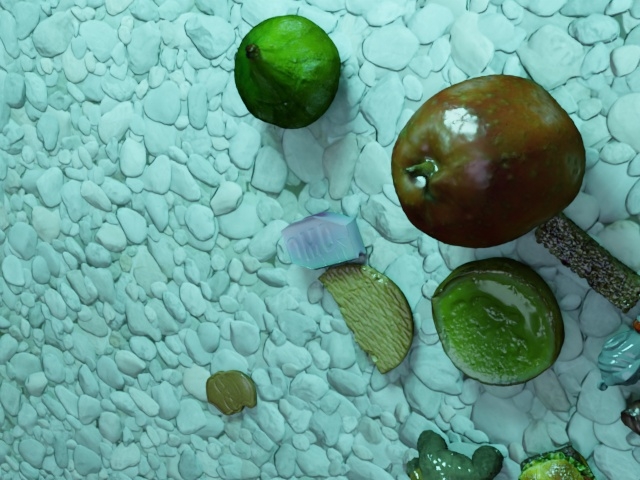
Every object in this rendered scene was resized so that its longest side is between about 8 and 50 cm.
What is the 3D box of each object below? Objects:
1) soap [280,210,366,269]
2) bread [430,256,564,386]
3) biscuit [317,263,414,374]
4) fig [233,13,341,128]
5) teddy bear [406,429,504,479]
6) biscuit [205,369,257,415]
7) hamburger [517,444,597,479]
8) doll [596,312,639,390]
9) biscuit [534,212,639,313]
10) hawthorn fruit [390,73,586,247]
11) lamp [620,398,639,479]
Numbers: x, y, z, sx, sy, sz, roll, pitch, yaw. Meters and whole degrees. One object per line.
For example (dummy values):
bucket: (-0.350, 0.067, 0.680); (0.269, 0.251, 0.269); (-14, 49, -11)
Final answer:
soap: (0.000, 0.000, 1.467); (0.149, 0.056, 0.100); (-14, 96, 29)
bread: (0.301, 0.139, 1.346); (0.236, 0.070, 0.236); (9, 110, 25)
biscuit: (0.100, 0.130, 1.467); (0.144, 0.033, 0.224); (-37, 87, 29)
fig: (-0.078, -0.280, 1.321); (0.203, 0.235, 0.203); (6, 106, 21)
teddy bear: (0.236, 0.464, 1.445); (0.177, 0.140, 0.190); (13, 119, 20)
biscuit: (-0.195, 0.328, 1.686); (0.130, 0.019, 0.102); (-17, 96, 31)
hamburger: (0.422, 0.451, 1.366); (0.137, 0.087, 0.166); (-30, 90, 31)
doll: (0.507, 0.172, 1.252); (0.094, 0.079, 0.180); (34, 106, -12)
biscuit: (0.436, 0.032, 1.264); (0.199, 0.034, 0.064); (42, 120, 11)
hawthorn fruit: (0.239, -0.117, 1.188); (0.275, 0.299, 0.275); (16, 111, 48)
lamp: (0.597, 0.316, 1.215); (0.223, 0.151, 0.215); (171, 83, -73)
